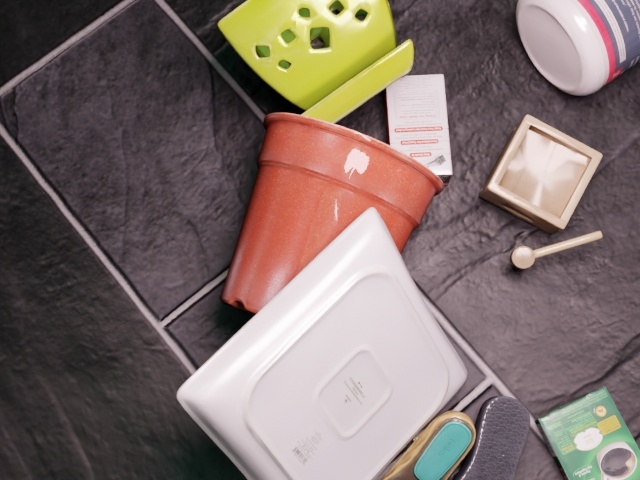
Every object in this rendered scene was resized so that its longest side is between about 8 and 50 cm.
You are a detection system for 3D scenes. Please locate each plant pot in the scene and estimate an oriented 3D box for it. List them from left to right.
[{"bbox_3d":[0.000,0.000,1.304,0.272,0.272,0.265,20,83,6],"label":"plant pot"},{"bbox_3d":[0.011,-0.287,1.357,0.228,0.227,0.207,-34,95,8],"label":"plant pot"}]

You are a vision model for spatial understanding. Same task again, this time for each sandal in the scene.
[{"bbox_3d":[0.222,0.341,1.306,0.097,0.054,0.254,31,74,-4],"label":"sandal"}]

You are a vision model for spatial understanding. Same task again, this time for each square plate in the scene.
[{"bbox_3d":[0.033,0.192,1.213,0.344,0.347,0.049,-44,35,-17],"label":"square plate"}]

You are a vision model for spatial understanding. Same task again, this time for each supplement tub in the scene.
[{"bbox_3d":[0.456,-0.364,1.428,0.272,0.191,0.191,-33,77,-8],"label":"supplement tub"}]

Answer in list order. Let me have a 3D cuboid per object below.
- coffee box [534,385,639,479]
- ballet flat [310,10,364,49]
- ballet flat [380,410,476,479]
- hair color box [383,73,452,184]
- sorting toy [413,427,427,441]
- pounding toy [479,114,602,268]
[{"bbox_3d":[0.393,0.313,1.315,0.113,0.040,0.184,-25,75,-6],"label":"coffee box"},{"bbox_3d":[0.038,-0.348,1.493,0.188,0.070,0.070,-24,75,3],"label":"ballet flat"},{"bbox_3d":[0.131,0.331,1.294,0.080,0.073,0.232,41,95,-3],"label":"ballet flat"},{"bbox_3d":[0.149,-0.169,1.446,0.093,0.053,0.167,-2,73,0],"label":"hair color box"},{"bbox_3d":[0.181,0.289,1.337,0.083,0.012,0.062,-25,75,-6],"label":"sorting toy"},{"bbox_3d":[0.332,-0.049,1.397,0.181,0.094,0.206,29,86,3],"label":"pounding toy"}]
